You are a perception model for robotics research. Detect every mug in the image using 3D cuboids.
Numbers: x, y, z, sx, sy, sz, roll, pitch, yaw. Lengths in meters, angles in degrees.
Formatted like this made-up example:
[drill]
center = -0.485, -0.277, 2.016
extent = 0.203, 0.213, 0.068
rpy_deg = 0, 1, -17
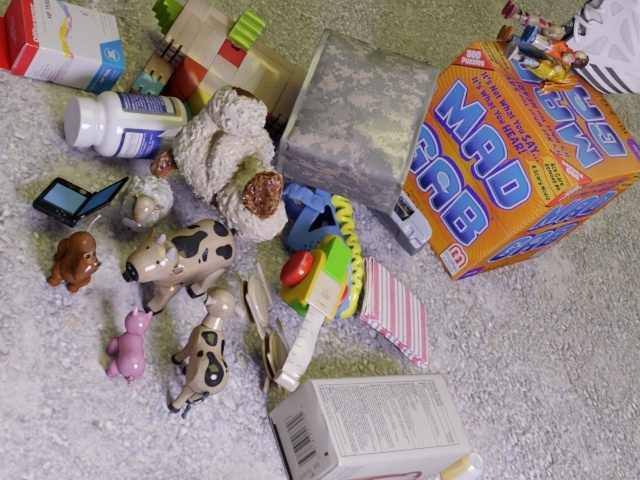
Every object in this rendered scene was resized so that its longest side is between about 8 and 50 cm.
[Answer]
[mug]
center = 0.245, 0.396, 1.822
extent = 0.078, 0.064, 0.062
rpy_deg = 15, 49, -33

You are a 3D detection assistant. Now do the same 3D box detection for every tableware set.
[tableware set]
center = -0.097, 0.146, 1.693
extent = 0.128, 0.039, 0.194
rpy_deg = -78, 152, -66

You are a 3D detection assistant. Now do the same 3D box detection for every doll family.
[doll family]
center = 0.437, -0.369, 2.081
extent = 0.163, 0.118, 0.263
rpy_deg = 24, 25, -16

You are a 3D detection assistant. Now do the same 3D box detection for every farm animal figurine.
[farm animal figurine]
center = -0.225, 0.061, 1.602
extent = 0.330, 0.172, 0.327
rpy_deg = 44, 38, -3

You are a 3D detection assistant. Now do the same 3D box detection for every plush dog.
[plush dog]
center = -0.141, -0.097, 1.736
extent = 0.210, 0.262, 0.225
rpy_deg = -35, 77, -7

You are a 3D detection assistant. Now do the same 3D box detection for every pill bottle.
[pill bottle]
center = -0.331, -0.196, 1.775
extent = 0.186, 0.112, 0.112
rpy_deg = 2, 55, -33

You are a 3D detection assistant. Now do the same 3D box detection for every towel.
[towel]
center = 0.139, 0.135, 1.955
extent = 0.197, 0.029, 0.144
rpy_deg = 43, 36, -35

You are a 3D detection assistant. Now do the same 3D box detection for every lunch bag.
[lunch bag]
center = 0.071, -0.228, 1.889
extent = 0.235, 0.169, 0.287
rpy_deg = 19, 68, 2

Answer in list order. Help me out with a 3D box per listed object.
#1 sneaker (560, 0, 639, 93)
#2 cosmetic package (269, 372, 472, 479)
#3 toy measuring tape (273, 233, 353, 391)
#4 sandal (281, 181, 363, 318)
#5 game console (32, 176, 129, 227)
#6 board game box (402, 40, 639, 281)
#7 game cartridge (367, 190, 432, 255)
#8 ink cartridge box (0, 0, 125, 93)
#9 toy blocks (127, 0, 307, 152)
[sneaker]
center = 0.583, -0.489, 2.137
extent = 0.169, 0.257, 0.448
rpy_deg = -64, 139, -54
[cosmetic package]
center = 0.083, 0.311, 1.698
extent = 0.296, 0.129, 0.153
rpy_deg = 5, 53, -39
[toy measuring tape]
center = -0.031, 0.119, 1.745
extent = 0.121, 0.121, 0.330
rpy_deg = 34, 51, -15
[sandal]
center = 0.000, 0.000, 1.926
extent = 0.138, 0.126, 0.317
rpy_deg = -6, 61, -9
[game console]
center = -0.374, -0.077, 1.636
extent = 0.107, 0.071, 0.122
rpy_deg = 28, 23, -6
[board game box]
center = 0.405, -0.177, 2.238
extent = 0.356, 0.356, 0.356
rpy_deg = -12, 66, -47
[game cartridge]
center = 0.109, -0.101, 2.055
extent = 0.060, 0.196, 0.294
rpy_deg = -38, 84, -8
[ink cartridge box]
center = -0.467, -0.349, 1.819
extent = 0.231, 0.078, 0.134
rpy_deg = 9, 51, -37
[toy blocks]
center = -0.187, -0.275, 1.959
extent = 0.381, 0.190, 0.261
rpy_deg = 33, 52, -14
